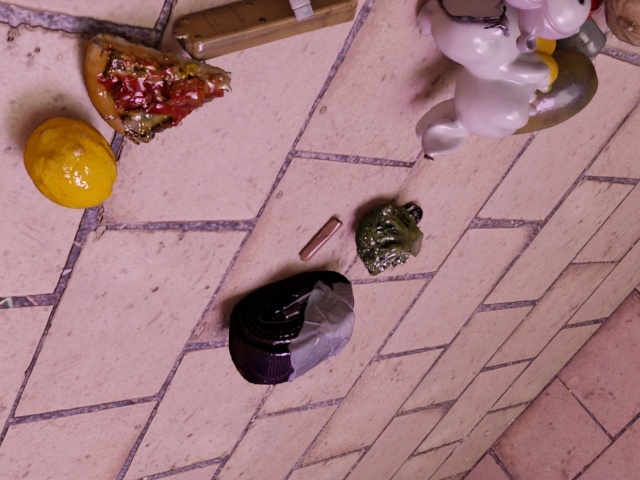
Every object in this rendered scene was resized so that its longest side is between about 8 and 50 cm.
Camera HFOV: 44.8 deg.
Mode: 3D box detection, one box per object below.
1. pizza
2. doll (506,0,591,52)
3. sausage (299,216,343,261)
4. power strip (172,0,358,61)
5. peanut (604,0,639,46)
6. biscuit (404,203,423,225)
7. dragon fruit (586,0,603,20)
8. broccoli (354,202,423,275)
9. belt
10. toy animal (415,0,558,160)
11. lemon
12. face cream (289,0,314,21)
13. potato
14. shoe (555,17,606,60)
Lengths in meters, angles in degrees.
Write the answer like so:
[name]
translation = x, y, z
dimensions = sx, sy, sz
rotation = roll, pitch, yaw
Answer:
[pizza]
translation = -0.216, -0.201, 1.036
dimensions = 0.193, 0.053, 0.201
rotation = -11, 146, 8
[doll]
translation = 0.350, -0.443, 1.119
dimensions = 0.160, 0.094, 0.365
rotation = 18, 89, -38
[sausage]
translation = 0.000, 0.000, 1.578
dimensions = 0.116, 0.026, 0.026
rotation = -47, 146, 16
[power strip]
translation = -0.064, -0.312, 1.092
dimensions = 0.306, 0.064, 0.044
rotation = -22, 147, -22
[peanut]
translation = 0.663, -0.465, 1.532
dimensions = 0.291, 0.143, 0.159
rotation = -23, 179, -31
[biscuit]
translation = 0.183, -0.042, 1.696
dimensions = 0.089, 0.027, 0.087
rotation = -20, 144, -25
[dragon fruit]
translation = 0.400, -0.418, 1.343
dimensions = 0.153, 0.153, 0.111
rotation = -17, 160, -29
[broccoli]
translation = 0.143, -0.007, 1.611
dimensions = 0.162, 0.138, 0.145
rotation = -35, 130, -45
[belt]
translation = -0.051, 0.166, 1.595
dimensions = 0.289, 0.184, 0.164
rotation = -24, 141, -29
[toy animal]
translation = 0.273, -0.280, 1.295
dimensions = 0.247, 0.182, 0.310
rotation = -6, 137, 8
[lemon]
translation = -0.335, -0.102, 1.054
dimensions = 0.114, 0.114, 0.155
rotation = -35, 150, -4
[face cream]
translation = -0.040, -0.355, 1.052
dimensions = 0.038, 0.020, 0.115
rotation = -24, 103, -16
[potato]
translation = 0.387, -0.278, 1.459
dimensions = 0.252, 0.159, 0.174
rotation = -21, 173, 13
[shoe]
translation = 0.492, -0.385, 1.499
dimensions = 0.103, 0.100, 0.251
rotation = -47, 148, 17
